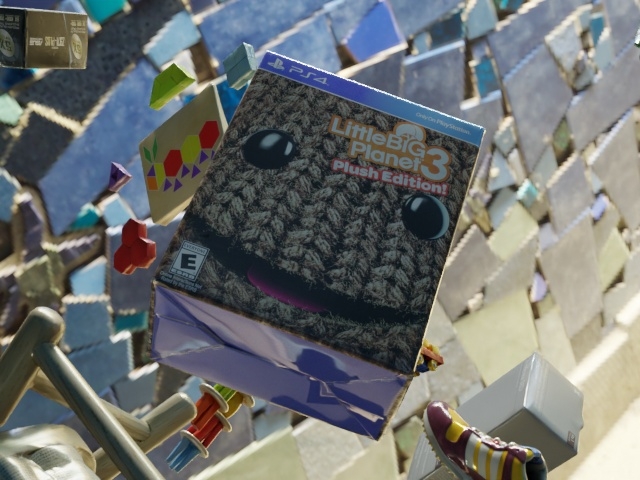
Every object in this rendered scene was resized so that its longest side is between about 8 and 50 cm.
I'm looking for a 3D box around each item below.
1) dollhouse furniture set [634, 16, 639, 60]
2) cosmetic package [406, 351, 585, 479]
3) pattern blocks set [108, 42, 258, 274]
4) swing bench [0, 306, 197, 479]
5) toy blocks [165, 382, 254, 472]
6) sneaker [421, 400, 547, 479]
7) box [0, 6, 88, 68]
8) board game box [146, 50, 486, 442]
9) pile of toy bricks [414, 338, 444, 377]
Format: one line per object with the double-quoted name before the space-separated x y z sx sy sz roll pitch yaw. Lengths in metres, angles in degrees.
"dollhouse furniture set" 0.405 -0.152 0.860 0.151 0.301 0.198 -27 36 36
"cosmetic package" 0.232 0.271 1.363 0.238 0.107 0.127 -47 7 32
"pattern blocks set" -0.186 -0.115 1.408 0.324 0.026 0.285 -23 65 38
"swing bench" -0.116 0.220 0.474 0.255 0.165 0.253 -45 59 -4
"toy blocks" -0.159 0.247 1.410 0.054 0.123 0.148 35 63 19
"sneaker" 0.175 0.217 1.006 0.084 0.069 0.185 -47 53 17
"box" -0.427 -0.274 1.365 0.180 0.078 0.147 8 11 17
"board game box" 0.000 0.000 0.958 0.232 0.141 0.291 19 55 2
"pile of toy bricks" 0.049 0.093 1.187 0.118 0.212 0.105 -23 56 29
